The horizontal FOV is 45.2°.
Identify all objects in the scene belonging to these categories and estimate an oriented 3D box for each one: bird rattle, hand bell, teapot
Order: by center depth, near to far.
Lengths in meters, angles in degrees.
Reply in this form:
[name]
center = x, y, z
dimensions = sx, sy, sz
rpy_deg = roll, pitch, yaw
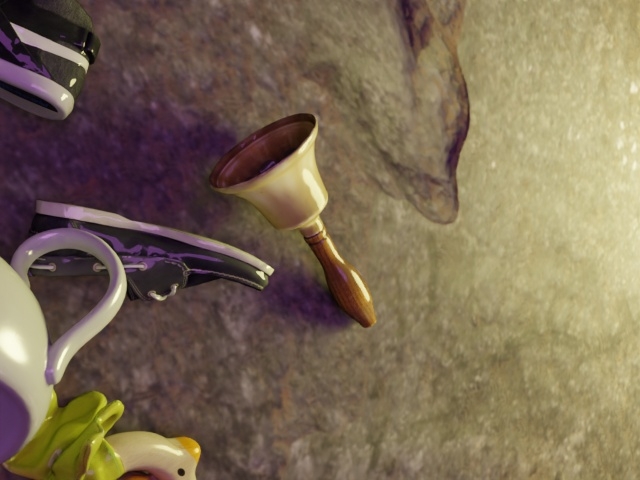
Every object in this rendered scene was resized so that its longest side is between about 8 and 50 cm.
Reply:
[teapot]
center = -0.327, 0.066, 0.602
dimensions = 0.256, 0.252, 0.187
rpy_deg = 31, 32, -42
[bird rattle]
center = -0.202, 0.263, 0.694
dimensions = 0.206, 0.143, 0.254
rpy_deg = 10, 87, -41
[hand bell]
center = 0.000, 0.000, 0.819
dimensions = 0.126, 0.126, 0.242
rpy_deg = -43, 117, -20

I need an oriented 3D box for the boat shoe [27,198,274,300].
[boat shoe]
center = -0.161, 0.022, 0.742
dimensions = 0.233, 0.084, 0.079
rpy_deg = 13, 86, -18

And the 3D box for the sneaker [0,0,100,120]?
[sneaker]
center = -0.306, -0.207, 0.689
dimensions = 0.216, 0.079, 0.121
rpy_deg = 28, 67, -23
